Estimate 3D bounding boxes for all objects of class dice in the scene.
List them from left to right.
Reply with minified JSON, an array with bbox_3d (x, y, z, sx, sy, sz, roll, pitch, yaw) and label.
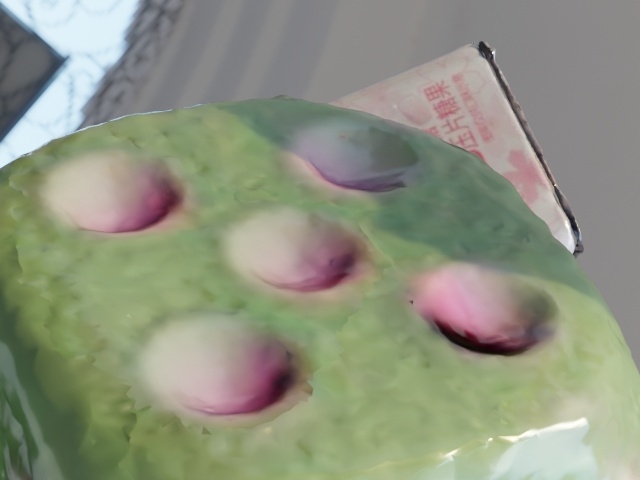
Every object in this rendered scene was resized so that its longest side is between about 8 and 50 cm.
[{"bbox_3d":[-0.033,0.128,0.864,0.330,0.318,0.322,51,-38,44],"label":"dice"}]

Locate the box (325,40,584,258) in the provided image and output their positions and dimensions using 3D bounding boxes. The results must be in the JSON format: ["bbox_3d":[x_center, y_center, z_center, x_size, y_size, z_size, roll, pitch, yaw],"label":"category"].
[{"bbox_3d":[0.000,0.000,1.180,0.370,0.190,0.112,-24,170,-9],"label":"box"}]
